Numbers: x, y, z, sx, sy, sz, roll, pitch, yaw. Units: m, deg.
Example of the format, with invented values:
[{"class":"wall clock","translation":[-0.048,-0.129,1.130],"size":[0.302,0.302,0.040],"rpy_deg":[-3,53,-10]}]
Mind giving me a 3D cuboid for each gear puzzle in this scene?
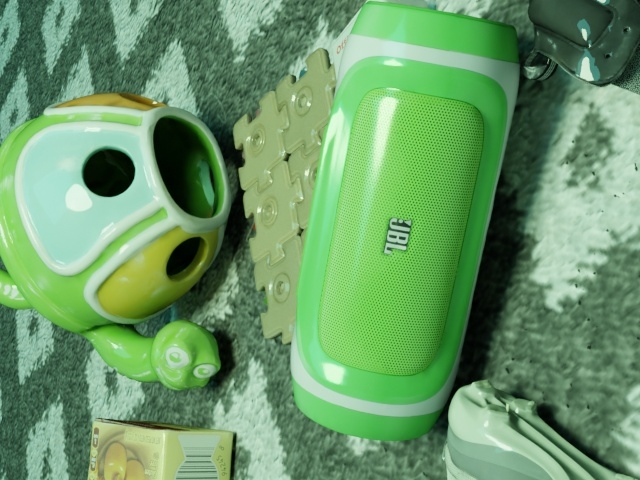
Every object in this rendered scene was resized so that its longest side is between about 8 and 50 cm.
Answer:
[{"class":"gear puzzle","translation":[0.000,0.000,0.847],"size":[0.175,0.044,0.339],"rpy_deg":[-34,57,44]}]

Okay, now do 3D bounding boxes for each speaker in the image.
[{"class":"speaker","translation":[0.057,-0.014,0.664],"size":[0.131,0.131,0.297],"rpy_deg":[28,112,54]}]

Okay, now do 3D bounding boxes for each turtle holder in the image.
[{"class":"turtle holder","translation":[-0.219,-0.011,0.987],"size":[0.227,0.243,0.320],"rpy_deg":[-22,53,32]}]

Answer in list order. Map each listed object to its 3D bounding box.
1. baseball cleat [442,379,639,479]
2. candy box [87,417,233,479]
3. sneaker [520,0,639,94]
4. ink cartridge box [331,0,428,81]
[{"class":"baseball cleat","translation":[0.147,0.176,0.577],"size":[0.206,0.072,0.110],"rpy_deg":[-132,46,-54]},{"class":"candy box","translation":[-0.182,0.353,0.965],"size":[0.183,0.087,0.317],"rpy_deg":[-10,73,54]},{"class":"sneaker","translation":[0.220,-0.158,0.521],"size":[0.268,0.101,0.153],"rpy_deg":[5,90,54]},{"class":"ink cartridge box","translation":[0.057,-0.136,0.778],"size":[0.088,0.052,0.123],"rpy_deg":[-40,51,52]}]
